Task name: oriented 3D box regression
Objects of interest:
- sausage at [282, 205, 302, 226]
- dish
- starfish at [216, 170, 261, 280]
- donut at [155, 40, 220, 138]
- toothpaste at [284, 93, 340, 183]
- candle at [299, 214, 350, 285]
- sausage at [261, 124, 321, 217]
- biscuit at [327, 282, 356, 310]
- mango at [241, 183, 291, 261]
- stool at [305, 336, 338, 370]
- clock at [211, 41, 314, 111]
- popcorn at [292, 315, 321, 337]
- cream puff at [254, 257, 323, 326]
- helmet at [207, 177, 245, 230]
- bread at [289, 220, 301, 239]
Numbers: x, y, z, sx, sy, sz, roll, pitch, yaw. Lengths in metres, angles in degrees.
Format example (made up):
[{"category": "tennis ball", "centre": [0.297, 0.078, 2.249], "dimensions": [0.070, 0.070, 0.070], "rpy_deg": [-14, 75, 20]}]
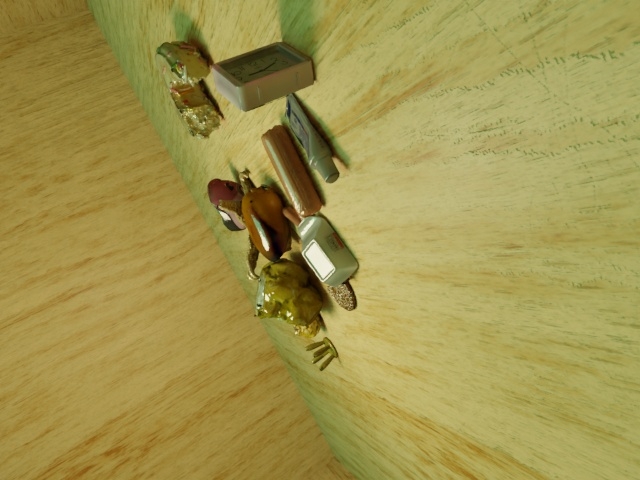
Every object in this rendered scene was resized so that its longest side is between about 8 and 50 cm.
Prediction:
[{"category": "sausage", "centre": [-0.078, -0.068, 1.631], "dimensions": [0.047, 0.040, 0.177], "rpy_deg": [22, -163, -47]}, {"category": "dish", "centre": [-0.002, 0.035, 1.473], "dimensions": [0.234, 0.064, 0.154], "rpy_deg": [54, 137, 14]}, {"category": "starfish", "centre": [-0.290, -0.083, 1.872], "dimensions": [0.432, 0.083, 0.323], "rpy_deg": [-83, -23, -54]}, {"category": "donut", "centre": [-0.505, -0.592, 1.794], "dimensions": [0.307, 0.150, 0.371], "rpy_deg": [51, 159, 27]}, {"category": "toothpaste", "centre": [-0.030, -0.265, 1.224], "dimensions": [0.099, 0.069, 0.282], "rpy_deg": [-49, 59, 38]}, {"category": "candle", "centre": [0.000, 0.000, 1.538], "dimensions": [0.329, 0.048, 0.051], "rpy_deg": [59, 145, 5]}, {"category": "sausage", "centre": [-0.086, -0.204, 1.397], "dimensions": [0.288, 0.086, 0.086], "rpy_deg": [64, 161, -11]}, {"category": "biscuit", "centre": [0.077, 0.195, 1.653], "dimensions": [0.126, 0.025, 0.206], "rpy_deg": [58, 161, 5]}, {"category": "mango", "centre": [-0.195, -0.066, 1.751], "dimensions": [0.201, 0.153, 0.287], "rpy_deg": [-13, 100, 59]}, {"category": "stool", "centre": [0.008, 0.525, 2.174], "dimensions": [0.134, 0.111, 0.135], "rpy_deg": [53, 159, 21]}, {"category": "clock", "centre": [-0.132, -0.384, 1.083], "dimensions": [0.150, 0.197, 0.063], "rpy_deg": [45, 154, 37]}, {"category": "popcorn", "centre": [-0.069, 0.362, 2.108], "dimensions": [0.148, 0.152, 0.167], "rpy_deg": [58, -168, -89]}, {"category": "cream puff", "centre": [-0.125, 0.211, 1.931], "dimensions": [0.323, 0.270, 0.274], "rpy_deg": [164, 111, -70]}, {"category": "helmet", "centre": [-0.378, -0.168, 2.088], "dimensions": [0.198, 0.154, 0.253], "rpy_deg": [-44, -59, -68]}, {"category": "bread", "centre": [-0.070, -0.037, 1.685], "dimensions": [0.154, 0.028, 0.068], "rpy_deg": [45, 156, 40]}]
